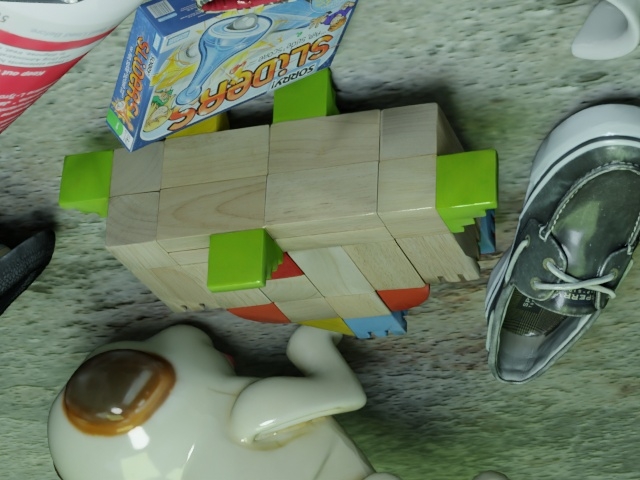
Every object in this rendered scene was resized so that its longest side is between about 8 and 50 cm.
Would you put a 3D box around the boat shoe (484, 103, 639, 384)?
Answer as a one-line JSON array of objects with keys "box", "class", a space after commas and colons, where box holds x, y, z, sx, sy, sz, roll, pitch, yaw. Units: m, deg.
[{"box": [0.227, 0.018, 1.466, 0.121, 0.119, 0.335, 10, 144, -4], "class": "boat shoe"}]

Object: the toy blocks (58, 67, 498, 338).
[{"box": [0.000, 0.000, 1.460, 0.381, 0.191, 0.261, -7, 153, 19], "class": "toy blocks"}]

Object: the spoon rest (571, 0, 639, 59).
[{"box": [0.176, -0.220, 1.161, 0.084, 0.137, 0.276, 24, 165, 39], "class": "spoon rest"}]

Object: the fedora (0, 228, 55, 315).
[{"box": [-0.406, 0.058, 1.550, 0.152, 0.334, 0.334, 47, 135, -2], "class": "fedora"}]

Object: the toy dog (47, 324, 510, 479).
[{"box": [-0.087, 0.258, 1.655, 0.408, 0.395, 0.284, 40, 159, 10], "class": "toy dog"}]

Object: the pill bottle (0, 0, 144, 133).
[{"box": [-0.300, -0.169, 1.201, 0.229, 0.229, 0.407, 29, 138, -28], "class": "pill bottle"}]

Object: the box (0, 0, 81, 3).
[{"box": [-0.289, -0.297, 0.922, 0.395, 0.097, 0.318, 7, 113, 28], "class": "box"}]

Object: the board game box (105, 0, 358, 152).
[{"box": [-0.059, -0.152, 1.245, 0.201, 0.035, 0.136, -27, 159, -31], "class": "board game box"}]

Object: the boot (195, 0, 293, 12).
[{"box": [0.004, -0.253, 1.076, 0.236, 0.179, 0.085, -9, 175, 27], "class": "boot"}]
